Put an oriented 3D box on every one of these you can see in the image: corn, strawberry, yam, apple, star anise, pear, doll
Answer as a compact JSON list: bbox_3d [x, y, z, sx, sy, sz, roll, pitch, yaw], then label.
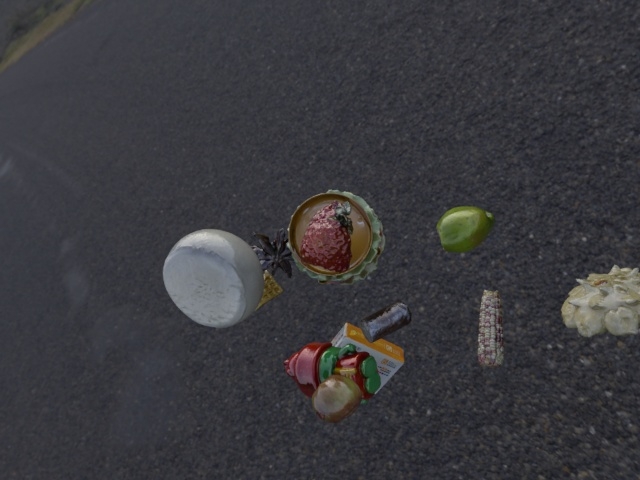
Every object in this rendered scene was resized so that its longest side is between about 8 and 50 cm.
[{"bbox_3d":[0.514,0.264,1.502,0.080,0.080,0.236,-11,65,40],"label":"corn"},{"bbox_3d":[0.002,0.006,1.192,0.235,0.107,0.175,103,154,-47],"label":"strawberry"},{"bbox_3d":[0.185,0.226,1.395,0.141,0.079,0.079,-24,34,-17],"label":"yam"},{"bbox_3d":[0.043,0.393,1.244,0.126,0.126,0.102,-46,65,7],"label":"apple"},{"bbox_3d":[-0.174,0.054,1.947,0.288,0.288,0.088,-34,34,22],"label":"star anise"},{"bbox_3d":[0.557,-0.049,1.898,0.220,0.187,0.187,-21,45,14],"label":"pear"},{"bbox_3d":[0.010,0.398,1.503,0.363,0.182,0.160,-6,16,47],"label":"doll"}]

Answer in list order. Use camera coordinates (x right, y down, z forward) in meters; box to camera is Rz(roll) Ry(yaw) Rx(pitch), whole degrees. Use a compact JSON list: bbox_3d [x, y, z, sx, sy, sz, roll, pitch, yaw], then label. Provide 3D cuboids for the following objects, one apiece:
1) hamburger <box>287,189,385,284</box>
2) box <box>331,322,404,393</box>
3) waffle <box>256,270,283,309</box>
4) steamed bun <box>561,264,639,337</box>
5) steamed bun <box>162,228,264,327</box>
[{"bbox_3d":[0.050,-0.003,1.438,0.275,0.212,0.274,-3,80,15],"label":"hamburger"},{"bbox_3d":[0.161,0.468,1.964,0.220,0.274,0.091,-55,14,28],"label":"box"},{"bbox_3d":[-0.237,0.197,1.955,0.125,0.191,0.032,52,124,8],"label":"waffle"},{"bbox_3d":[0.824,0.150,1.385,0.296,0.137,0.292,-16,9,39],"label":"steamed bun"},{"bbox_3d":[-0.279,0.092,1.370,0.283,0.282,0.177,-22,16,33],"label":"steamed bun"}]
